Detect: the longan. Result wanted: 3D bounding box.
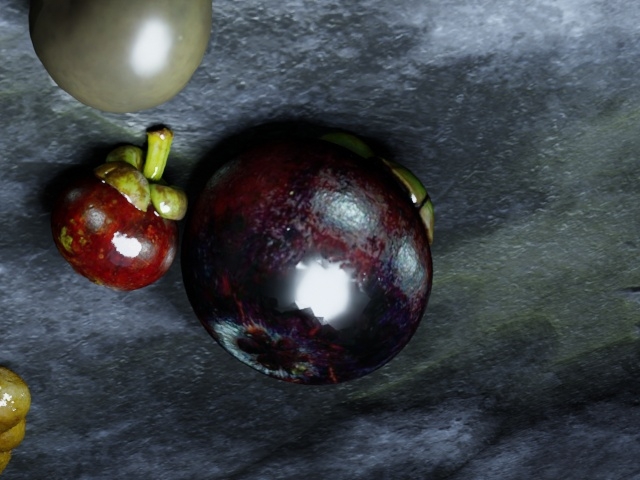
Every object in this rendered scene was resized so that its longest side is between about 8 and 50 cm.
[{"bbox_3d":[-0.186,-0.209,1.545,0.189,0.189,0.189,-12,145,-8],"label":"longan"}]

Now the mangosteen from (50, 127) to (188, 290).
[{"bbox_3d":[-0.207,-0.027,1.807,0.181,0.156,0.146,-36,100,3],"label":"mangosteen"}]

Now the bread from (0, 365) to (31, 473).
[{"bbox_3d":[-0.474,0.278,2.164,0.124,0.084,0.344,21,135,-12],"label":"bread"}]

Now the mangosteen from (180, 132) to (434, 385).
[{"bbox_3d":[-0.009,0.008,1.828,0.300,0.300,0.300,-12,145,-8],"label":"mangosteen"}]
